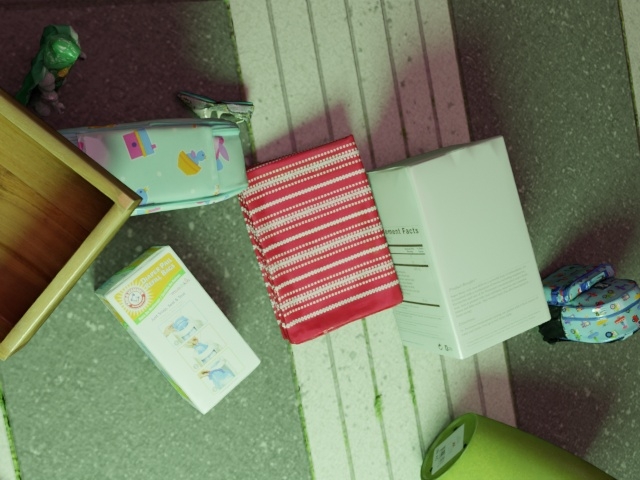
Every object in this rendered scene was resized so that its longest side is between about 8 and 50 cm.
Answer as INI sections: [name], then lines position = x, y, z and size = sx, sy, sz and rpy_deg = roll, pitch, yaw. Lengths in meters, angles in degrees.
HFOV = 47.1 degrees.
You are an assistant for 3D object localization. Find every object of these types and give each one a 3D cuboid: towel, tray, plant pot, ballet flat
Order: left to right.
[tray]
position = -0.404, -0.091, 0.718
size = 0.411, 0.076, 0.203
rpy_deg = 39, 91, -7
[ballet flat]
position = -0.150, -0.187, 1.054
size = 0.114, 0.041, 0.041
rpy_deg = 5, 87, -24
[towel]
position = 0.000, 0.000, 1.100
size = 0.199, 0.031, 0.274
rpy_deg = -19, 97, -10
[plant pot]
position = 0.311, 0.418, 1.158
size = 0.293, 0.275, 0.274
rpy_deg = 39, 73, -3

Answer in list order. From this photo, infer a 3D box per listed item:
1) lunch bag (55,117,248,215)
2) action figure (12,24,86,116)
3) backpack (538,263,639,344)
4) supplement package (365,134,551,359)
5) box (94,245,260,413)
[lunch bag]
position = -0.251, -0.088, 0.908
size = 0.279, 0.224, 0.107
rpy_deg = -10, 98, -31
[action figure]
position = -0.317, -0.200, 0.867
size = 0.063, 0.232, 0.137
rpy_deg = 25, 79, -23
[backpack]
position = 0.474, 0.110, 1.267
size = 0.158, 0.173, 0.116
rpy_deg = -23, 99, -23
[supplement package]
position = 0.201, 0.007, 1.139
size = 0.178, 0.175, 0.292
rpy_deg = -19, 97, -22
[box]
position = -0.193, 0.114, 0.985
size = 0.103, 0.114, 0.203
rpy_deg = -41, 105, -19
